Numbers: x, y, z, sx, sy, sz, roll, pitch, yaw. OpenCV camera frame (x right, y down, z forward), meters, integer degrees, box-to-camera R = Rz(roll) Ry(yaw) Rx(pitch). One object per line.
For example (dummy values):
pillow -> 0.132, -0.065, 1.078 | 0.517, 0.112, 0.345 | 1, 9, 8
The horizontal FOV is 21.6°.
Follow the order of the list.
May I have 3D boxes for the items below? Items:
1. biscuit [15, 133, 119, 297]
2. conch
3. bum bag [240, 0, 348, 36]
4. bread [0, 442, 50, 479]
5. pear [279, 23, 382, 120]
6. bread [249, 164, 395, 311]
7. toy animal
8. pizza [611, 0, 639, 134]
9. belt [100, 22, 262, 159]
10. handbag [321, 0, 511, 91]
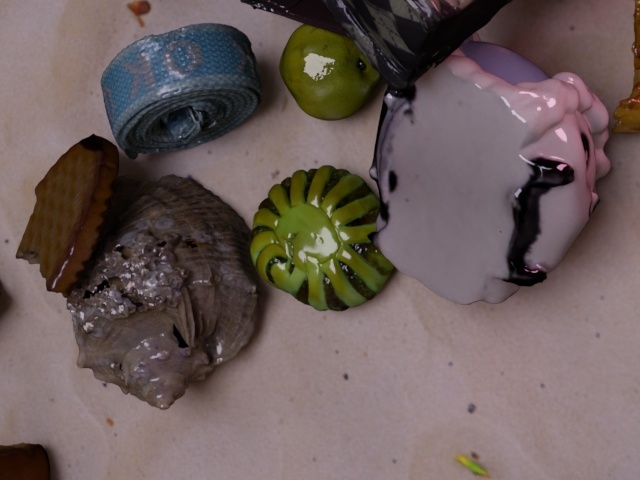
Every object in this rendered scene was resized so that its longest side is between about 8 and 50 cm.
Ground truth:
biscuit -> -0.238, -0.014, 1.572 | 0.176, 0.031, 0.228 | -46, 27, 36
conch -> -0.148, 0.037, 1.565 | 0.178, 0.163, 0.245 | -9, 62, -4
bum bag -> 0.016, -0.226, 1.498 | 0.159, 0.109, 0.026 | 21, 138, 26
bread -> -0.381, 0.360, 1.545 | 0.143, 0.333, 0.323 | -5, 88, 30
pear -> 0.010, -0.156, 1.500 | 0.097, 0.092, 0.092 | -15, 80, 27
bread -> 0.000, 0.000, 1.505 | 0.130, 0.071, 0.139 | -47, 67, 13
toy animal -> 0.143, -0.070, 1.382 | 0.204, 0.156, 0.208 | 28, 129, 26
pizza -> 0.334, -0.184, 1.343 | 0.271, 0.056, 0.134 | -30, 82, 23
belt -> -0.127, -0.133, 1.538 | 0.148, 0.163, 0.082 | -13, 78, 0
handbag -> 0.145, -0.342, 1.301 | 0.416, 0.180, 0.317 | -36, 78, -18
